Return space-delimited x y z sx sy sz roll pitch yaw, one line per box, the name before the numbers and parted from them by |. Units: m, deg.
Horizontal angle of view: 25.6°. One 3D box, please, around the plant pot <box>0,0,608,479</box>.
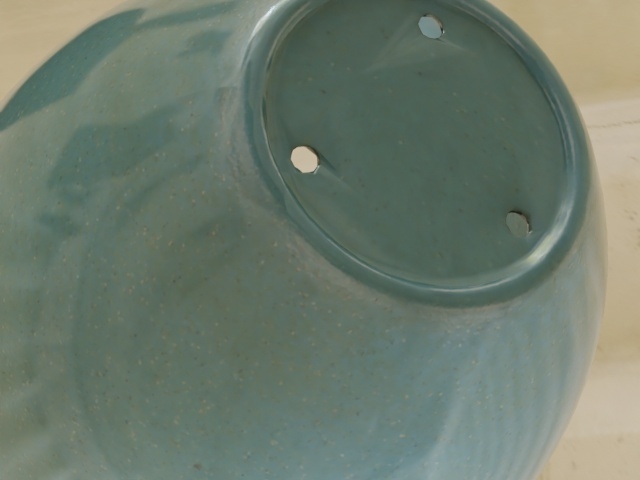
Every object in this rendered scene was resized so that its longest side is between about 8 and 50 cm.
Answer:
plant pot | 0.000 0.000 0.564 0.290 0.195 0.290 9 -116 -19
